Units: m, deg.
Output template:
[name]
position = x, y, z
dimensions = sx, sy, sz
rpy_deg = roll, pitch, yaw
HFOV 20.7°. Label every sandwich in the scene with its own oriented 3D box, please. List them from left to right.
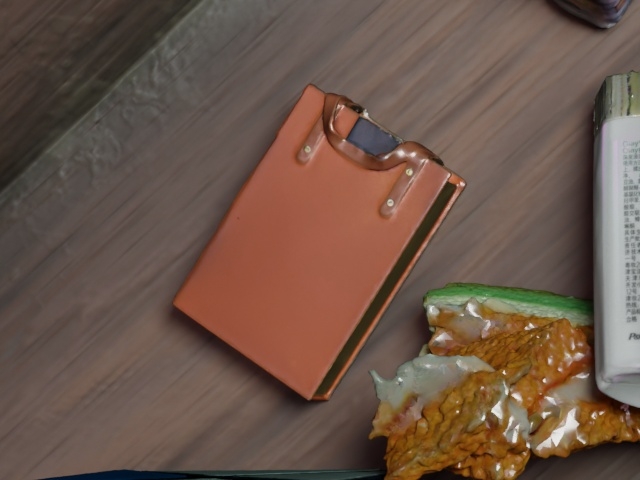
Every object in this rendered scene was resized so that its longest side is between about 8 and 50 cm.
[sandwich]
position = 0.133, 0.093, 1.125
dimensions = 0.185, 0.160, 0.109
rpy_deg = 1, 99, 21

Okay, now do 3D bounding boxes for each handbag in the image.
[handbag]
position = 0.000, 0.000, 1.227
dimensions = 0.127, 0.063, 0.190
rpy_deg = 33, 96, 18

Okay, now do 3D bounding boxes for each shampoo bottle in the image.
[shampoo bottle]
position = 0.216, -0.003, 1.113
dimensions = 0.086, 0.056, 0.227
rpy_deg = 9, 57, -7

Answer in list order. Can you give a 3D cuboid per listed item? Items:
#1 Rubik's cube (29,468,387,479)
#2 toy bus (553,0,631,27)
[Rubik's cube]
position = -0.073, 0.270, 1.111
dimensions = 0.246, 0.250, 0.248
rpy_deg = -4, 84, 16
[toy bus]
position = 0.086, -0.269, 1.197
dimensions = 0.317, 0.138, 0.112
rpy_deg = 30, 90, 16
